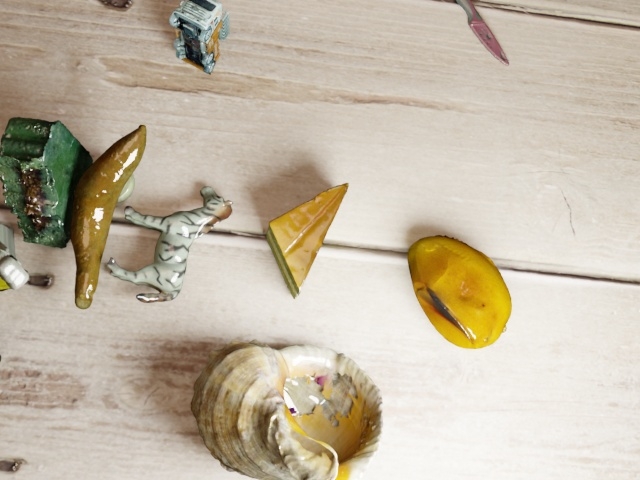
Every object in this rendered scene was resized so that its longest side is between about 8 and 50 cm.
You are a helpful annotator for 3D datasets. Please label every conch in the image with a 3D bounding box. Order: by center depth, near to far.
[{"bbox_3d":[-0.048,0.312,1.149,0.297,0.210,0.352,-18,47,-28],"label":"conch"}]

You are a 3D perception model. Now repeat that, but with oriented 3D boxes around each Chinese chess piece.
[{"bbox_3d":[-0.400,-0.112,1.296,0.084,0.034,0.084,1,79,-4],"label":"Chinese chess piece"}]

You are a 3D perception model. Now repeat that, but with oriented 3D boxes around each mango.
[{"bbox_3d":[0.257,0.089,1.269,0.166,0.136,0.236,-35,78,-26],"label":"mango"}]

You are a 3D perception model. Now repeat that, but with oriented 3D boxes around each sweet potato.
[{"bbox_3d":[-0.405,-0.052,1.223,0.079,0.108,0.346,18,87,-43],"label":"sweet potato"}]

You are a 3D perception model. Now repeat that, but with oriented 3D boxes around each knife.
[{"bbox_3d":[0.332,-0.476,1.454,0.035,0.018,0.247,-31,83,-14],"label":"knife"}]

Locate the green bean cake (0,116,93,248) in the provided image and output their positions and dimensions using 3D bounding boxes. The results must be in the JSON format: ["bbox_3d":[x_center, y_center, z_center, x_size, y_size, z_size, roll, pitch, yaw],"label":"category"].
[{"bbox_3d":[-0.500,-0.103,1.199,0.107,0.208,0.194,12,75,0],"label":"green bean cake"}]

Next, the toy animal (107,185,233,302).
[{"bbox_3d":[-0.293,-0.012,1.261,0.170,0.090,0.255,32,79,-2],"label":"toy animal"}]

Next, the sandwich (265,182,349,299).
[{"bbox_3d":[0.000,0.000,1.270,0.187,0.117,0.144,-29,85,-13],"label":"sandwich"}]

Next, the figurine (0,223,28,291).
[{"bbox_3d":[-0.635,-0.019,1.126,0.342,0.285,0.167,11,75,-5],"label":"figurine"}]

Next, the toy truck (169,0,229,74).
[{"bbox_3d":[-0.226,-0.413,1.306,0.080,0.178,0.115,28,75,0],"label":"toy truck"}]
